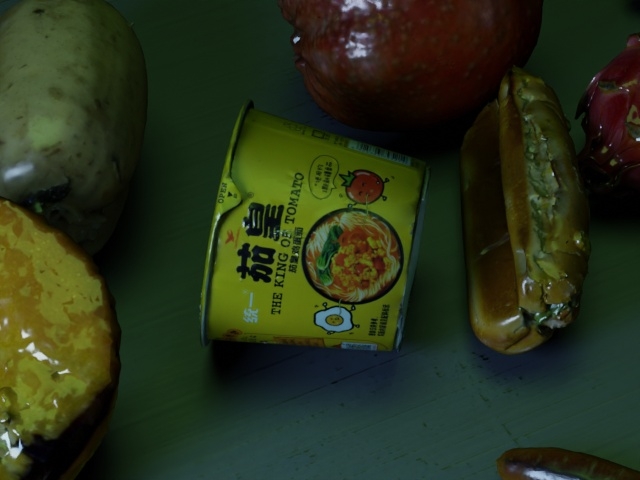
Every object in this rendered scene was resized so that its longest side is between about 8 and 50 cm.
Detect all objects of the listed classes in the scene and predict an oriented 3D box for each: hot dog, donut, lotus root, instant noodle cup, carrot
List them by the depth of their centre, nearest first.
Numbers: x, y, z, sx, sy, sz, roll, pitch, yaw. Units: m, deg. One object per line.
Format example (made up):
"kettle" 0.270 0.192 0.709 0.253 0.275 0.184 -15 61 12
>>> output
"donut" -0.253 0.089 1.249 0.253 0.118 0.253 1 75 -2
"carrot" 0.184 0.164 1.255 0.139 0.048 0.048 18 47 22
"instant noodle cup" 0.000 0.000 1.354 0.144 0.182 0.182 11 45 3
"hot dog" 0.153 -0.029 1.415 0.072 0.115 0.269 16 44 -13
"lotus root" -0.208 -0.094 1.468 0.146 0.160 0.284 25 36 -28

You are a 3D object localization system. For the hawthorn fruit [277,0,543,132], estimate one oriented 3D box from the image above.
"hawthorn fruit" 0.094 -0.200 1.530 0.253 0.205 0.205 -18 44 0

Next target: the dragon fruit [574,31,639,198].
"dragon fruit" 0.268 -0.093 1.467 0.133 0.136 0.166 45 70 6
